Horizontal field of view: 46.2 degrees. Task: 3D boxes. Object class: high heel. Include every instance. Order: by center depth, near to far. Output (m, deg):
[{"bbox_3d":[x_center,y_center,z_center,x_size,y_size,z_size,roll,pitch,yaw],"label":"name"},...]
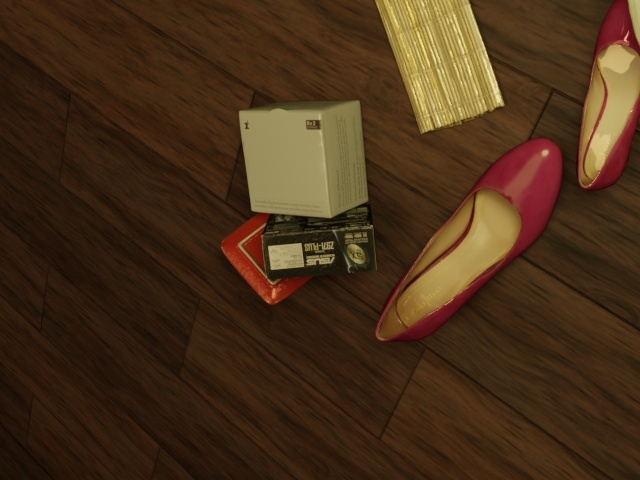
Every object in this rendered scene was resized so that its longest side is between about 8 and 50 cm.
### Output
[{"bbox_3d":[0.369,-0.186,0.962,0.082,0.117,0.244,19,118,32],"label":"high heel"},{"bbox_3d":[0.218,0.015,1.113,0.127,0.181,0.377,40,127,19],"label":"high heel"}]

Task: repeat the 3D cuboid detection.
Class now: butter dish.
[{"bbox_3d":[-0.078,0.033,1.397,0.160,0.160,0.118,47,165,16],"label":"butter dish"}]

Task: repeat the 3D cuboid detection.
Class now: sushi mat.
[{"bbox_3d":[0.163,-0.326,1.136,0.151,0.019,0.316,-17,96,40],"label":"sushi mat"}]

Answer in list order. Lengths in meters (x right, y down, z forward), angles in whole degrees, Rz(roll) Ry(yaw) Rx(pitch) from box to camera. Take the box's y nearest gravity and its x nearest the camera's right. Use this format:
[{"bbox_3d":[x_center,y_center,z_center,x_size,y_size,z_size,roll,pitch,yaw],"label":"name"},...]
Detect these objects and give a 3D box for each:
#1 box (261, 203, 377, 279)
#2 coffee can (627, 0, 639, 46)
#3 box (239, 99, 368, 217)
[{"bbox_3d":[0.000,0.000,1.253,0.180,0.147,0.077,-5,107,3],"label":"box"},{"bbox_3d":[0.483,-0.301,0.774,0.275,0.202,0.201,0,106,38],"label":"coffee can"},{"bbox_3d":[-0.028,-0.143,1.287,0.181,0.119,0.181,7,111,36],"label":"box"}]
